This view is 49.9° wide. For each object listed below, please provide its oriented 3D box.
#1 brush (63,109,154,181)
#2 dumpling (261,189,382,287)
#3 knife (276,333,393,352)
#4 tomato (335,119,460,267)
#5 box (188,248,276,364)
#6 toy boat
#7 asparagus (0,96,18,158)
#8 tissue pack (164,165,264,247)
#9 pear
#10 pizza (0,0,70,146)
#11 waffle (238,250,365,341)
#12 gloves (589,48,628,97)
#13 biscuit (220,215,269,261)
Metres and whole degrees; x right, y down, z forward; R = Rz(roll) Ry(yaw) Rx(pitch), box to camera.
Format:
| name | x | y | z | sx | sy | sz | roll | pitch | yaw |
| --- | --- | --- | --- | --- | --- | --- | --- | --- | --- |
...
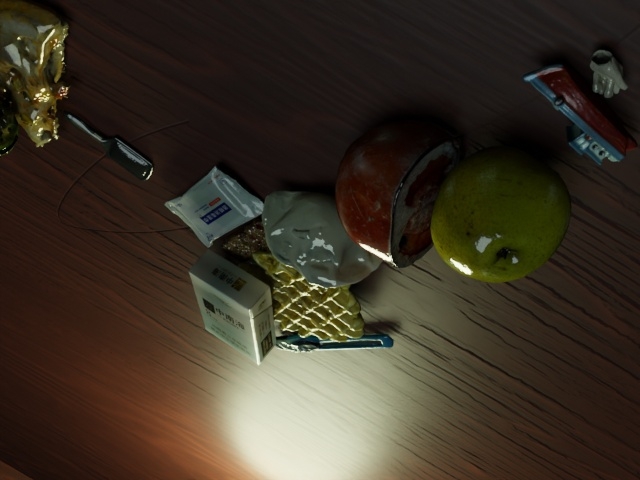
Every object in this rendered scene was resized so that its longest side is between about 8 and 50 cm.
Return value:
| name | x | y | z | sx | sy | sz | roll | pitch | yaw |
| --- | --- | --- | --- | --- | --- | --- | --- | --- | --- |
| brush | -0.400 | -0.180 | 1.293 | 0.193 | 0.016 | 0.063 | 37 | 135 | -9 |
| dumpling | 0.000 | 0.000 | 1.159 | 0.228 | 0.152 | 0.124 | 20 | 163 | 9 |
| knife | 0.018 | 0.211 | 1.430 | 0.296 | 0.026 | 0.044 | -8 | 114 | 34 |
| tomato | 0.102 | -0.082 | 1.034 | 0.155 | 0.180 | 0.214 | 29 | 132 | 27 |
| box | -0.170 | 0.137 | 1.377 | 0.155 | 0.067 | 0.243 | 29 | 150 | 17 |
| toy boat | 0.331 | -0.163 | 0.886 | 0.173 | 0.069 | 0.058 | 39 | 128 | -16 |
| asparagus | -0.699 | -0.210 | 1.339 | 0.381 | 0.108 | 0.129 | 5 | 116 | 49 |
| tissue pack | -0.200 | -0.063 | 1.289 | 0.122 | 0.026 | 0.193 | 46 | 135 | -17 |
| pear | 0.249 | -0.033 | 0.964 | 0.198 | 0.198 | 0.198 | 15 | 135 | 15 |
| pizza | -0.526 | -0.294 | 1.215 | 0.189 | 0.071 | 0.297 | 26 | 138 | 3 |
| waffle | -0.039 | 0.111 | 1.335 | 0.261 | 0.056 | 0.250 | 8 | 141 | 24 |
| gloves | 0.357 | -0.209 | 0.852 | 0.044 | 0.037 | 0.081 | 43 | 169 | 41 |
| biscuit | -0.109 | -0.011 | 1.283 | 0.064 | 0.034 | 0.199 | 44 | 135 | -19 |
